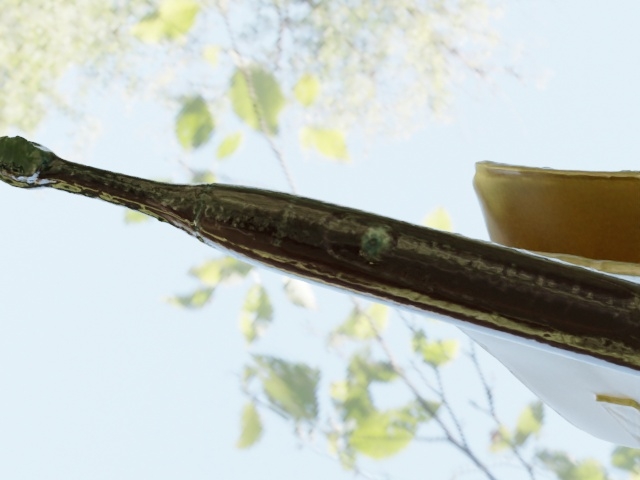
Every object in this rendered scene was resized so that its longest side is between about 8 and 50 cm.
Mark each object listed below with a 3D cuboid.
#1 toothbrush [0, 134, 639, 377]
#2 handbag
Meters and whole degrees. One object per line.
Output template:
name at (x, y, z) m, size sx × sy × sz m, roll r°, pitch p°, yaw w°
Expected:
toothbrush at (0.000, 0.000, 0.640) m, size 0.364 × 0.041 × 0.041 m, roll 16°, pitch -109°, yaw 21°
handbag at (0.263, 0.068, 0.977) m, size 0.133 × 0.283 × 0.401 m, roll -48°, pitch -156°, yaw -20°
